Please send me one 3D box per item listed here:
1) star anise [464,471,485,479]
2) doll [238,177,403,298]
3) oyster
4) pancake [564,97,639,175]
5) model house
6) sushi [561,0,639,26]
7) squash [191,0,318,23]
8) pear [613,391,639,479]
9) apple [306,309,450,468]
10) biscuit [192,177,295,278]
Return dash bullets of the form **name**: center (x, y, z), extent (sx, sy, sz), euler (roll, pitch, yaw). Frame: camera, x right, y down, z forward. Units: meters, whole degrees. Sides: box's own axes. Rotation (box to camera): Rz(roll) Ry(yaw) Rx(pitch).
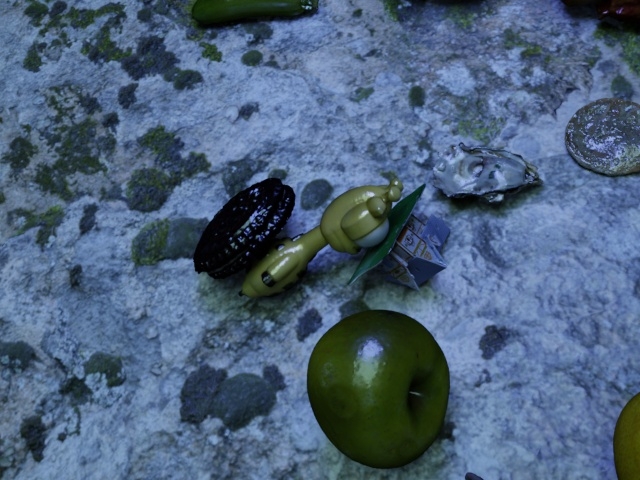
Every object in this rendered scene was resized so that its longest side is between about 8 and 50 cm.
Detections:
- **star anise**: center (0.305, 0.332, 0.770), extent (0.148, 0.218, 0.227), euler (-18, 69, -43)
- **doll**: center (0.000, 0.001, 0.987), extent (0.291, 0.086, 0.117), euler (-32, 17, 20)
- **oyster**: center (0.251, -0.095, 1.024), extent (0.165, 0.053, 0.108), euler (7, 48, 25)
- **pancake**: center (0.443, -0.160, 1.022), extent (0.139, 0.022, 0.140), euler (-6, 63, 12)
- **model house**: center (0.129, 0.014, 0.981), extent (0.088, 0.117, 0.167), euler (38, 51, -8)
- **sushi**: center (0.501, -0.454, 1.056), extent (0.343, 0.196, 0.182), euler (19, 65, 21)
- **squash**: center (-0.129, -0.460, 1.292), extent (0.257, 0.069, 0.069), euler (-2, 64, 13)
- **pear**: center (0.424, 0.249, 0.728), extent (0.208, 0.209, 0.209), euler (-6, 63, 12)
- **apple**: center (0.071, 0.184, 0.858), extent (0.156, 0.196, 0.197), euler (3, 64, 37)
- **biscuit**: center (-0.118, -0.021, 1.030), extent (0.194, 0.053, 0.195), euler (-38, 24, 20)
